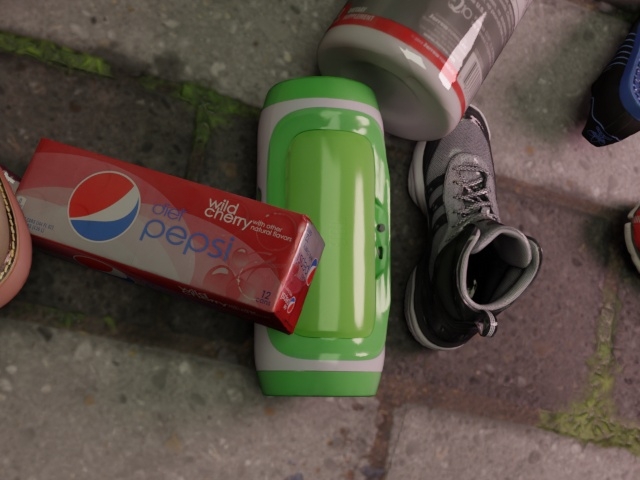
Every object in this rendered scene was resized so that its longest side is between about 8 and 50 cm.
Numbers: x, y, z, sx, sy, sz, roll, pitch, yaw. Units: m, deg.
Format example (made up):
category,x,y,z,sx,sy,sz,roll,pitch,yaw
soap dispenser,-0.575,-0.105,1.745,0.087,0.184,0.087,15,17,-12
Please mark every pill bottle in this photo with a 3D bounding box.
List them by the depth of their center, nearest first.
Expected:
category,x,y,z,sx,sy,sz,roll,pitch,yaw
pill bottle,0.132,-0.259,0.950,0.161,0.161,0.283,35,72,-11

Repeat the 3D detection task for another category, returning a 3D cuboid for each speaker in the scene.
category,x,y,z,sx,sy,sz,roll,pitch,yaw
speaker,0.000,0.000,0.886,0.131,0.131,0.297,3,81,-18

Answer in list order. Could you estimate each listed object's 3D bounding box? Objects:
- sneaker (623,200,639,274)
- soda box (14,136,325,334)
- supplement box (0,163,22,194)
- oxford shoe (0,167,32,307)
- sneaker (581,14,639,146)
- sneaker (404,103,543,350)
category,x,y,z,sx,sy,sz,roll,pitch,yaw
sneaker,0.473,0.037,1.042,0.279,0.118,0.107,35,72,-11
soda box,-0.136,-0.004,0.802,0.263,0.083,0.092,16,74,15
supplement box,-0.313,-0.050,0.831,0.083,0.043,0.055,37,72,-10
oxford shoe,-0.355,-0.131,0.743,0.140,0.146,0.397,-31,75,-12
sneaker,0.366,-0.197,1.069,0.081,0.090,0.232,43,50,-7
sneaker,0.159,-0.024,0.927,0.101,0.153,0.269,9,79,-17
